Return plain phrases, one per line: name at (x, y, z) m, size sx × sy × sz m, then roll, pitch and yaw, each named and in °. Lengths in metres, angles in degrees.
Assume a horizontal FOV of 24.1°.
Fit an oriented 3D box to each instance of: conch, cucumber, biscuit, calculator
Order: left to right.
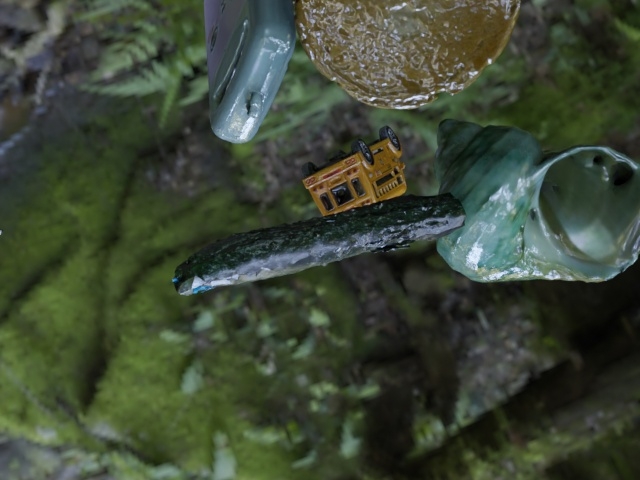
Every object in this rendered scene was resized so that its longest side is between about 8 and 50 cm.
calculator at (-0.065, -0.198, 1.348) m, size 0.045 × 0.246 × 0.141 m, roll 10°, pitch 136°, yaw -19°
cucumber at (0.000, 0.000, 1.199) m, size 0.257 × 0.044 × 0.043 m, roll -13°, pitch 174°, yaw -25°
biscuit at (0.078, -0.226, 1.388) m, size 0.226 × 0.042 × 0.225 m, roll 2°, pitch 121°, yaw 3°
conch at (0.183, -0.034, 1.320) m, size 0.188 × 0.122 × 0.176 m, roll 27°, pitch 124°, yaw -20°

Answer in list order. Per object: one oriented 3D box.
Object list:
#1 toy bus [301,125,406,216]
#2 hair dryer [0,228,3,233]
toy bus at (0.049, -0.077, 1.819) m, size 0.083 × 0.088 × 0.194 m, roll -25°, pitch -178°, yaw 21°
hair dryer at (-0.474, 0.038, 1.759) m, size 0.199 × 0.067 × 0.167 m, roll 6°, pitch 125°, yaw -6°
